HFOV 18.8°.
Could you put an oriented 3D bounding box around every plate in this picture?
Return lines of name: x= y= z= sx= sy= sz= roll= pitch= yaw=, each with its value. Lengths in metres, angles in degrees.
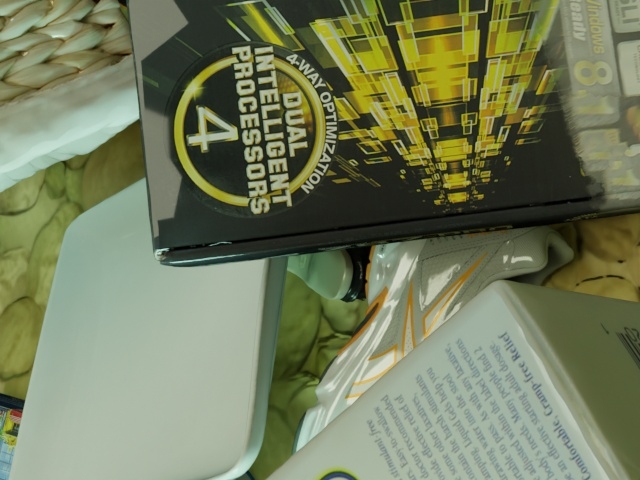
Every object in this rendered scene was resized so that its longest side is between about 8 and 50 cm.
plate: x=-0.106 y=0.068 z=1.309 sx=0.277 sy=0.045 sz=0.278 roll=-27 pitch=46 yaw=44

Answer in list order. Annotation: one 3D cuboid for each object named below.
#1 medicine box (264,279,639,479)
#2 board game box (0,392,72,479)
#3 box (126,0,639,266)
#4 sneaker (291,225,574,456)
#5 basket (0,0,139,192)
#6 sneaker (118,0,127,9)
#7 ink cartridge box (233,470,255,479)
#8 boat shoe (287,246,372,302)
medicine box: x=0.105 y=0.170 z=1.045 sx=0.289 sy=0.263 sz=0.149 roll=-44 pitch=59 yaw=27
board game box: x=-0.248 y=0.217 z=1.464 sx=0.194 sy=0.060 sz=0.194 roll=10 pitch=90 yaw=40
box: x=0.040 y=-0.194 z=1.139 sx=0.318 sy=0.097 sz=0.394 roll=-6 pitch=86 yaw=4
sneaker: x=0.072 y=0.093 z=1.196 sx=0.121 sy=0.099 sz=0.262 roll=23 pitch=101 yaw=34
basket: x=-0.344 y=-0.120 z=1.316 sx=0.328 sy=0.331 sz=0.266 roll=-19 pitch=98 yaw=60
sneaker: x=-0.207 y=-0.193 z=1.472 sx=0.215 sy=0.084 sz=0.083 roll=-14 pitch=105 yaw=48
ink cartridge box: x=-0.096 y=0.273 z=1.314 sx=0.203 sy=0.086 sz=0.148 roll=-54 pitch=55 yaw=21
boat shoe: x=-0.001 y=0.002 z=1.300 sx=0.133 sy=0.042 sz=0.049 roll=43 pitch=121 yaw=49
